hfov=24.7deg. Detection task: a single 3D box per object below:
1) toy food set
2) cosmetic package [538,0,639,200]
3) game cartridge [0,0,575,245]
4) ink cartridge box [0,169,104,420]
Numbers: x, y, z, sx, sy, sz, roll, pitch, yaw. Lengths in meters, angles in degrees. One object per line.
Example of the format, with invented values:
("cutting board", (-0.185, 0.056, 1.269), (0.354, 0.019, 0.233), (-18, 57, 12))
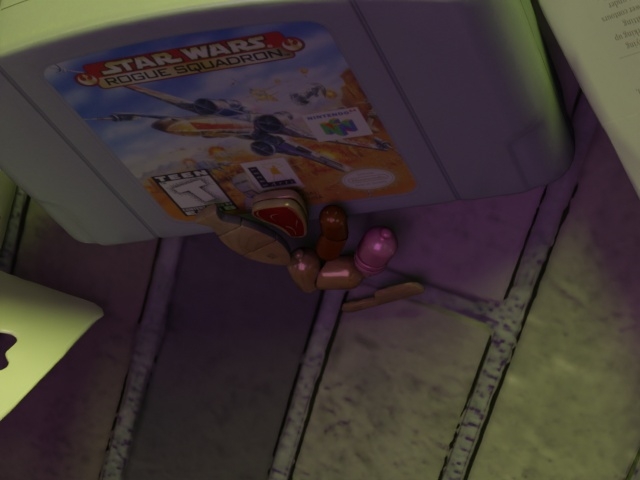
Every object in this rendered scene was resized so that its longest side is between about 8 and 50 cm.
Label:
("toy food set", (0.000, 0.000, 0.787), (0.078, 0.019, 0.122), (-17, 142, 36))
("cosmetic package", (0.252, -0.131, 0.561), (0.377, 0.097, 0.284), (-14, 106, 53))
("game cartridge", (-0.039, -0.074, 0.721), (0.297, 0.198, 0.062), (-7, 65, 19))
("ink cartridge box", (-0.299, -0.032, 0.789), (0.353, 0.207, 0.119), (21, 116, 7))
